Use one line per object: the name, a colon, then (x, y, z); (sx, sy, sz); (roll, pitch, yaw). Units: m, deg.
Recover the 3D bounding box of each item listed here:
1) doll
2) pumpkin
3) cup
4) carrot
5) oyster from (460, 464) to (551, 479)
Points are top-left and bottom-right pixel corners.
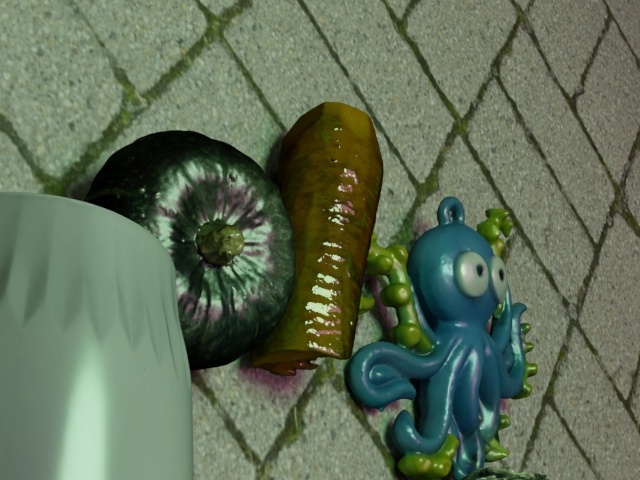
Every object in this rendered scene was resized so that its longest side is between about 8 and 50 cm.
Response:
doll: (0.158, 0.109, 1.496); (0.346, 0.099, 0.341); (9, 69, -46)
pumpkin: (-0.114, 0.009, 1.136); (0.211, 0.152, 0.211); (24, 55, -39)
cup: (-0.202, 0.174, 0.853); (0.253, 0.253, 0.371); (31, 49, -42)
carrot: (0.000, 0.000, 1.329); (0.114, 0.114, 0.302); (36, 50, -39)
oyster: (0.207, 0.299, 1.443); (0.252, 0.199, 0.087); (-14, 51, -39)
